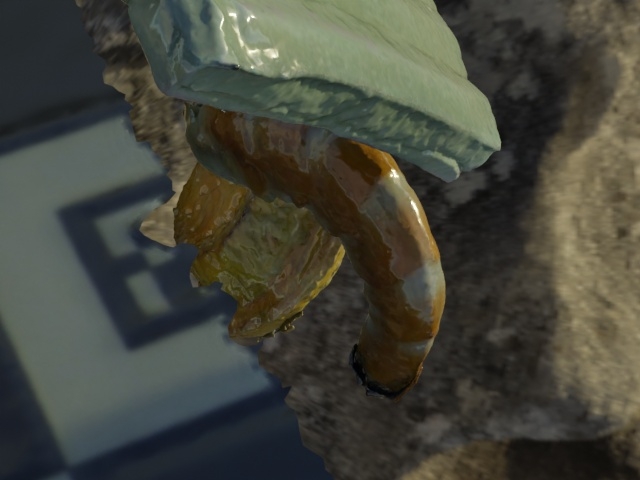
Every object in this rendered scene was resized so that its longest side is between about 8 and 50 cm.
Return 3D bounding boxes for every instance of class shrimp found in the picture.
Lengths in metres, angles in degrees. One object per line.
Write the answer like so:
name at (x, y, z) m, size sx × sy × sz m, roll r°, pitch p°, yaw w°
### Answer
shrimp at (0.000, 0.000, 0.806) m, size 0.049 × 0.161 × 0.166 m, roll -39°, pitch 135°, yaw -32°

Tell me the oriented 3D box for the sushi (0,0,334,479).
sushi at (-0.154, 0.013, 0.273) m, size 0.296 × 0.100 × 0.373 m, roll -18°, pitch 54°, yaw -16°

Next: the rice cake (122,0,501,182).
rice cake at (-0.008, -0.097, 0.645) m, size 0.043 × 0.237 × 0.127 m, roll -32°, pitch 71°, yaw 24°

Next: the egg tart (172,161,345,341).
egg tart at (-0.060, -0.038, 1.675) m, size 0.118 × 0.288 × 0.288 m, roll 28°, pitch 85°, yaw -28°
